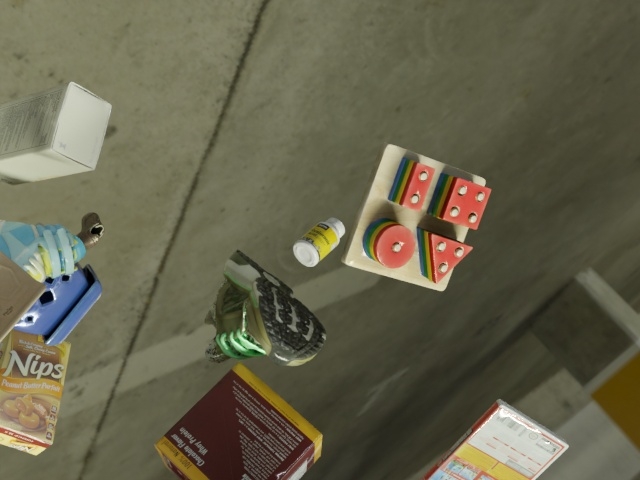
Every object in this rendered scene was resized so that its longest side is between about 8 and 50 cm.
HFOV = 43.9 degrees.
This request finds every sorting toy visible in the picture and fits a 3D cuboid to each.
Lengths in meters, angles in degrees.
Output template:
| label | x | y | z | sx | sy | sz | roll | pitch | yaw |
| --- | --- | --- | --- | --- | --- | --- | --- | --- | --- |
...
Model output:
| label | x | y | z | sx | sy | sz | roll | pitch | yaw |
| --- | --- | --- | --- | --- | --- | --- | --- | --- | --- |
| sorting toy | -0.579 | 0.070 | 1.294 | 0.038 | 0.208 | 0.193 | -44 | -167 | 31 |
| sorting toy | 0.206 | -0.035 | 1.602 | 0.257 | 0.089 | 0.255 | 16 | 98 | -28 |

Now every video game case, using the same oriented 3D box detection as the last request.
| label | x | y | z | sx | sy | sz | roll | pitch | yaw |
| --- | --- | --- | --- | --- | --- | --- | --- | --- | --- |
| video game case | 0.366 | 0.488 | 1.715 | 0.285 | 0.204 | 0.025 | -51 | -160 | 17 |

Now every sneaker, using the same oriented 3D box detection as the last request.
| label | x | y | z | sx | sy | sz | roll | pitch | yaw |
| --- | --- | --- | --- | --- | --- | --- | --- | --- | --- |
| sneaker | -0.642 | -0.029 | 2.265 | 0.071 | 0.188 | 0.066 | -19 | 119 | 8 |
| sneaker | -0.596 | 0.061 | 1.645 | 0.208 | 0.319 | 0.127 | -2 | 130 | -14 |
| sneaker | -0.118 | 0.159 | 1.386 | 0.182 | 0.158 | 0.410 | -53 | -162 | 2 |

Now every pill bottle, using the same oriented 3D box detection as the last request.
| label | x | y | z | sx | sy | sz | roll | pitch | yaw |
| --- | --- | --- | --- | --- | --- | --- | --- | --- | --- |
| pill bottle | 0.000 | 0.000 | 1.698 | 0.116 | 0.065 | 0.065 | -42 | 164 | -39 |

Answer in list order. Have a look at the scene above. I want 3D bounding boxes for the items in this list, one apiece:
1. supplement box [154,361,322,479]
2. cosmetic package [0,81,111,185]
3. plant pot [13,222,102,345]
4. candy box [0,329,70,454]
| label | x | y | z | sx | sy | sz | roll | pitch | yaw |
| --- | --- | --- | --- | --- | --- | --- | --- | --- | --- |
| supplement box | -0.132 | 0.349 | 1.320 | 0.194 | 0.191 | 0.129 | -44 | 160 | -23 |
| cosmetic package | -0.601 | -0.222 | 1.705 | 0.113 | 0.310 | 0.160 | 30 | 65 | -47 |
| plant pot | -0.693 | 0.119 | 2.001 | 0.212 | 0.236 | 0.236 | 41 | 83 | -25 |
| candy box | -0.782 | 0.384 | 2.097 | 0.088 | 0.316 | 0.183 | -35 | 130 | 30 |
